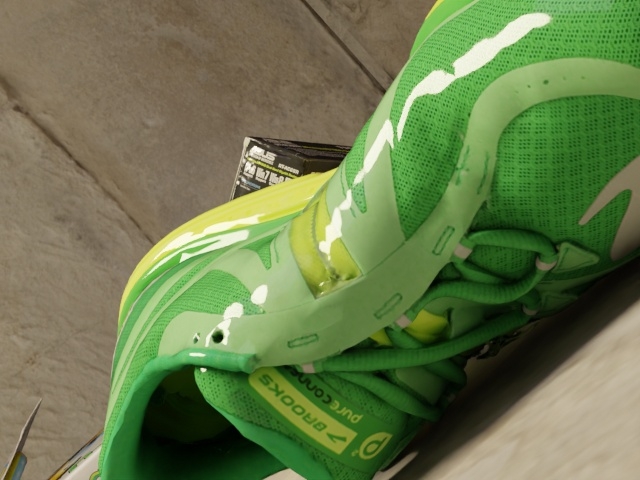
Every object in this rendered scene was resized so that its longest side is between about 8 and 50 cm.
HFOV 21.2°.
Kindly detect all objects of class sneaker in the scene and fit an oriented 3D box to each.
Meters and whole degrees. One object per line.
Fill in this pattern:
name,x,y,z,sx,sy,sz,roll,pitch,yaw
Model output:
sneaker,0.028,0.017,0.532,0.295,0.109,0.123,-38,27,44

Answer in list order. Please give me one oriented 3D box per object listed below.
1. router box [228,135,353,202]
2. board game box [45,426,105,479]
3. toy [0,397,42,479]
router box,0.000,0.000,0.837,0.122,0.038,0.092,0,-71,-56
board game box,-0.070,0.095,1.131,0.305,0.053,0.193,-42,3,-11
toy,-0.266,0.247,1.438,0.137,0.056,0.237,-61,4,21
